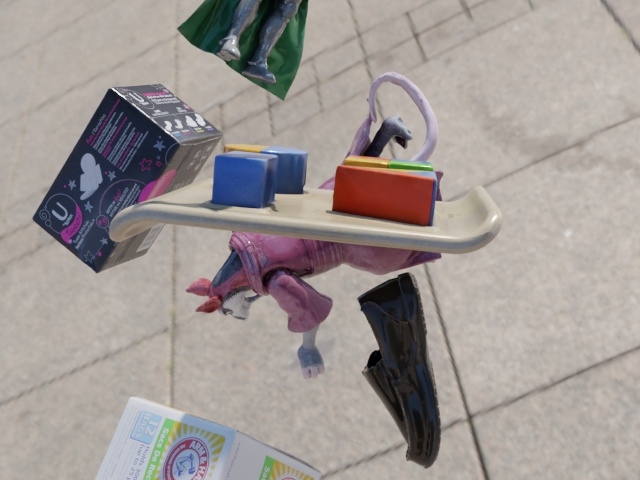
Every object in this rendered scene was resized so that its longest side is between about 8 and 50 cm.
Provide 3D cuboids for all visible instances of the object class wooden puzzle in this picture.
[{"bbox_3d":[-0.003,-0.050,1.080,0.347,0.081,0.322,1,8,5],"label":"wooden puzzle"}]

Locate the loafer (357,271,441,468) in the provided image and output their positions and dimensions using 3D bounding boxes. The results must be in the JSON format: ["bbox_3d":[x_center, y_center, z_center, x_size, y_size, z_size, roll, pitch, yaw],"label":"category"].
[{"bbox_3d":[0.085,0.145,1.189,0.078,0.220,0.080,-9,8,5],"label":"loafer"}]

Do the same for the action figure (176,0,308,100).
[{"bbox_3d":[-0.025,-0.260,0.987,0.063,0.137,0.232,18,82,44],"label":"action figure"}]

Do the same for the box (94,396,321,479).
[{"bbox_3d":[-0.100,0.225,0.739,0.114,0.103,0.203,7,69,40],"label":"box"}]

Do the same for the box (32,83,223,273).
[{"bbox_3d":[-0.291,-0.099,1.638,0.247,0.142,0.163,-54,-9,19],"label":"box"}]

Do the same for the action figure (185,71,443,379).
[{"bbox_3d":[0.000,0.000,1.398,0.370,0.276,0.248,-28,68,-20],"label":"action figure"}]
